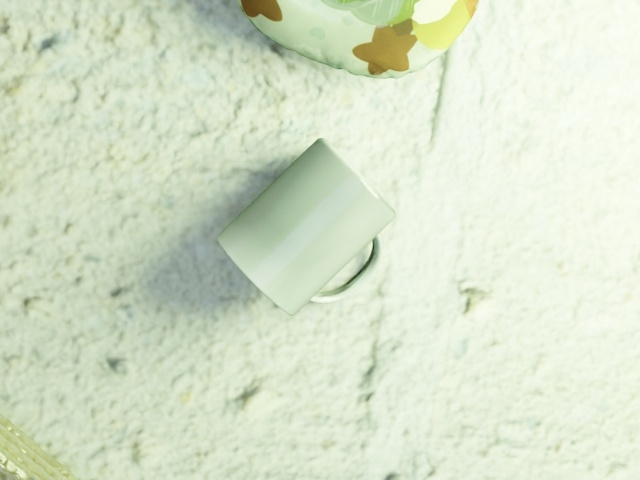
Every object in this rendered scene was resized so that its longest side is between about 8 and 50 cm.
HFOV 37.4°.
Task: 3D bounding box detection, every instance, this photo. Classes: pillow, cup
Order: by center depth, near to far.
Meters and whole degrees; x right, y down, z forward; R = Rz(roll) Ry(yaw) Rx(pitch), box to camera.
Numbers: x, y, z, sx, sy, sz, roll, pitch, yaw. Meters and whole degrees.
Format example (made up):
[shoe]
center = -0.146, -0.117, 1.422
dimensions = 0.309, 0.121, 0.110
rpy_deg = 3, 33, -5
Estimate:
[pillow]
center = 0.032, -0.250, 0.803
dimensions = 0.233, 0.086, 0.214
rpy_deg = 26, 87, -8
[cup]
center = -0.007, -0.008, 0.845
dimensions = 0.133, 0.136, 0.099
rpy_deg = -45, 68, 3

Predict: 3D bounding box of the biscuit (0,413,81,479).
[biscuit]
center = -0.287, 0.261, 0.864
dimensions = 0.144, 0.078, 0.426
rpy_deg = -44, 102, 4
